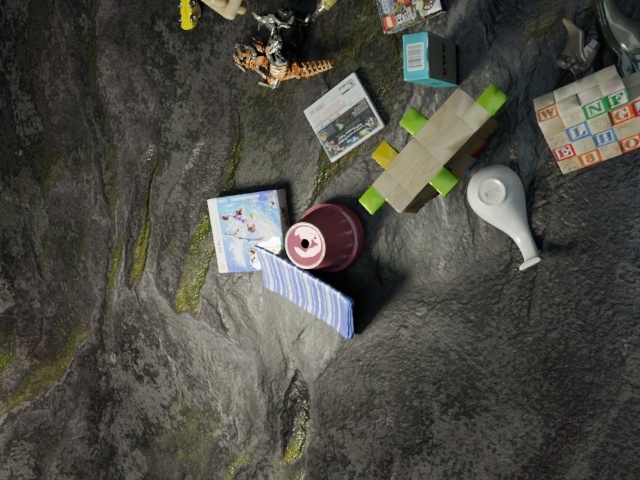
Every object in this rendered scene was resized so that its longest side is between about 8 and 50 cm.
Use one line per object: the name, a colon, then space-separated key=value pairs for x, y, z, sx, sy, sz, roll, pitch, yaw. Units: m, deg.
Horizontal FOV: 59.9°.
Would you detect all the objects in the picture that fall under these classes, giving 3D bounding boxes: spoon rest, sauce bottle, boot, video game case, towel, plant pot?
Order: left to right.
video game case: x=-0.219 y=-0.027 z=1.750 sx=0.269 sy=0.061 sz=0.245 roll=-5 pitch=98 yaw=29
towel: x=-0.044 y=0.154 z=1.611 sx=0.335 sy=0.040 sz=0.243 roll=28 pitch=154 yaw=19
plant pot: x=0.000 y=0.000 z=1.566 sx=0.201 sy=0.180 sz=0.202 roll=6 pitch=103 yaw=28
sauce bottle: x=0.018 y=-0.654 z=1.516 sx=0.128 sy=0.042 sz=0.042 roll=-42 pitch=78 yaw=30
video game case: x=0.065 y=-0.343 z=1.558 sx=0.190 sy=0.022 sz=0.173 roll=-31 pitch=83 yaw=29
spoon rest: x=0.462 y=-0.059 z=1.372 sx=0.137 sy=0.084 sz=0.277 roll=-31 pitch=70 yaw=28
boot: x=0.568 y=-0.435 z=1.256 sx=0.118 sy=0.042 sz=0.087 roll=51 pitch=126 yaw=19
boot: x=0.690 y=-0.446 z=1.172 sx=0.161 sy=0.083 sz=0.247 roll=-24 pitch=95 yaw=25

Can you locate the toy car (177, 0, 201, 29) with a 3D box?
toy car: x=-0.414 y=-0.804 z=1.713 sx=0.225 sy=0.053 sz=0.239 roll=46 pitch=124 yaw=19

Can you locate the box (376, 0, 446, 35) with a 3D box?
box: x=0.212 y=-0.664 z=1.404 sx=0.159 sy=0.044 sz=0.233 roll=-13 pitch=93 yaw=30

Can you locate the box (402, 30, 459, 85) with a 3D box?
box: x=0.265 y=-0.420 z=1.305 sx=0.060 sy=0.244 sz=0.101 roll=2 pitch=100 yaw=29

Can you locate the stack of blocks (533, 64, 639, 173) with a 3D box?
stack of blocks: x=0.629 y=-0.275 z=1.170 sx=0.297 sy=0.087 sz=0.171 roll=-20 pitch=133 yaw=29

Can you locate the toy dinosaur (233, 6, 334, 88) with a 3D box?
toy dinosaur: x=-0.105 y=-0.535 z=1.572 sx=0.321 sy=0.164 sz=0.219 roll=10 pitch=120 yaw=9

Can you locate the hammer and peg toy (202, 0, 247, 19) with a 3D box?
hammer and peg toy: x=-0.237 y=-0.796 z=1.445 sx=0.266 sy=0.127 sz=0.361 roll=43 pitch=117 yaw=25

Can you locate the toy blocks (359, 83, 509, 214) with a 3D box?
toy blocks: x=0.292 y=-0.202 z=1.338 sx=0.191 sy=0.261 sz=0.381 roll=47 pitch=110 yaw=16
